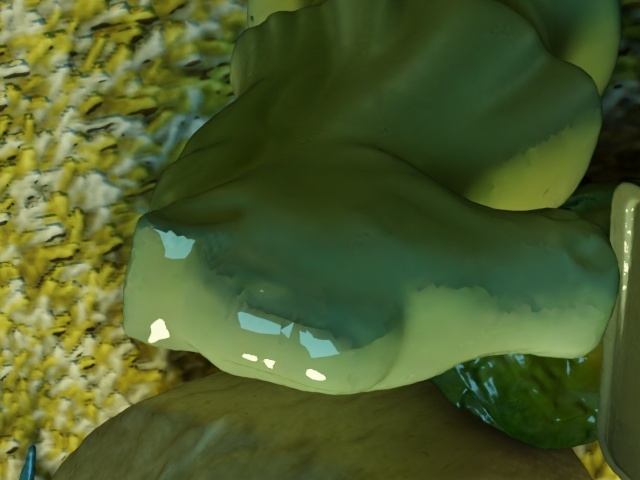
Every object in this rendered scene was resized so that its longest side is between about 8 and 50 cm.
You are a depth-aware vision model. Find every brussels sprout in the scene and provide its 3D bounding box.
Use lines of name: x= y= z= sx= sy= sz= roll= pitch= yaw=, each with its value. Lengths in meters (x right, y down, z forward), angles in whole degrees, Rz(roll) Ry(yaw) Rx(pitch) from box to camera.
brussels sprout: x=0.132 y=0.032 z=0.814 sx=0.181 sy=0.100 sz=0.139 roll=-5 pitch=111 yaw=-39

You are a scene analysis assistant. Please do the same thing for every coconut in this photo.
coconut: x=0.010 y=0.193 z=0.864 sx=0.329 sy=0.329 sz=0.329 roll=5 pitch=126 yaw=6

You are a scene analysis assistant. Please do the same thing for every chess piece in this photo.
chess piece: x=0.035 y=-0.039 z=0.670 sx=0.175 sy=0.298 sz=0.176 roll=6 pitch=125 yaw=8

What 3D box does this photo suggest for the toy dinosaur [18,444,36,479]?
toy dinosaur: x=-0.160 y=0.262 z=1.058 sx=0.144 sy=0.076 sz=0.329 roll=-23 pitch=124 yaw=12

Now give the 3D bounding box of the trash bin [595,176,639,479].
trash bin: x=0.254 y=0.025 z=0.722 sx=0.240 sy=0.122 sz=0.164 roll=-21 pitch=129 yaw=-20
